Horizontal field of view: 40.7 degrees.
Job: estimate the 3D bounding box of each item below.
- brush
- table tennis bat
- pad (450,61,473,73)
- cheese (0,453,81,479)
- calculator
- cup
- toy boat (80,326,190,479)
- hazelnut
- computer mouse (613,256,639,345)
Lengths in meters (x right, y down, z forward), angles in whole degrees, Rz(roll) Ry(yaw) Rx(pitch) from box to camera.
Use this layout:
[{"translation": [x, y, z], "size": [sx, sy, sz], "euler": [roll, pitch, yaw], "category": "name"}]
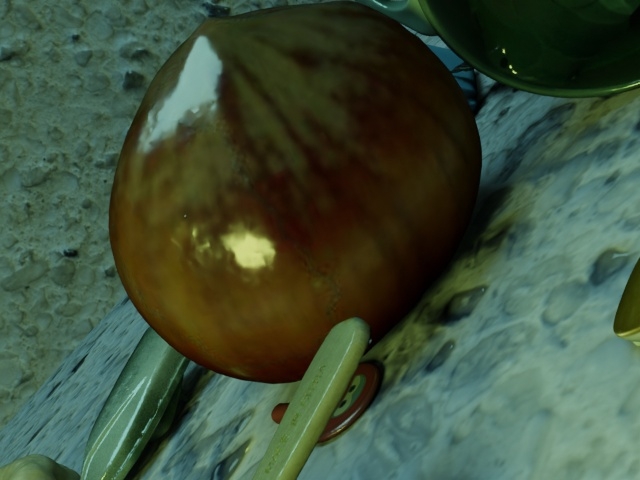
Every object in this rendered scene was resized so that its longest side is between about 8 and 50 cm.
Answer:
[{"translation": [-0.054, 0.192, 0.536], "size": [0.337, 0.020, 0.085], "euler": [-61, 22, -19], "category": "brush"}, {"translation": [0.002, 0.160, 0.838], "size": [0.154, 0.019, 0.098], "euler": [-23, 25, 50], "category": "table tennis bat"}, {"translation": [0.293, -0.279, 1.191], "size": [0.174, 0.022, 0.233], "euler": [-28, 9, -13], "category": "pad"}, {"translation": [-0.416, 0.388, 1.177], "size": [0.218, 0.117, 0.235], "euler": [-35, 19, 29], "category": "cheese"}, {"translation": [0.158, -0.258, 1.347], "size": [0.293, 0.172, 0.051], "euler": [-75, -4, -63], "category": "calculator"}, {"translation": [0.228, -0.382, 0.893], "size": [0.310, 0.400, 0.392], "euler": [101, -175, -45], "category": "cup"}, {"translation": [-0.253, 0.239, 1.211], "size": [0.141, 0.092, 0.320], "euler": [-31, 26, 43], "category": "toy boat"}, {"translation": [-0.020, -0.055, 0.883], "size": [0.409, 0.359, 0.359], "euler": [-54, 15, -18], "category": "hazelnut"}, {"translation": [0.250, 0.008, 0.494], "size": [0.199, 0.045, 0.102], "euler": [-26, 25, 55], "category": "computer mouse"}]
